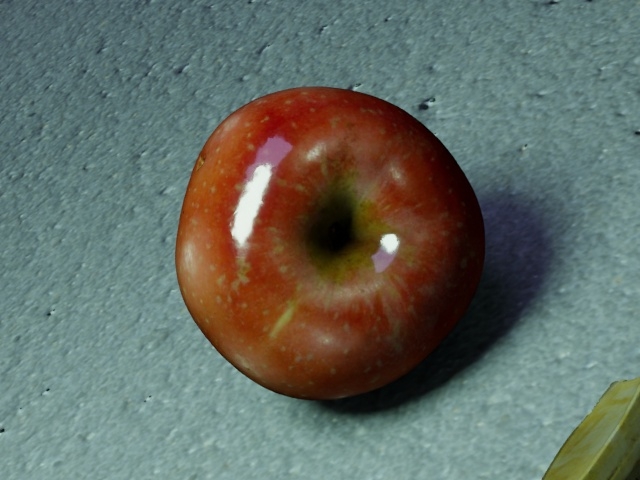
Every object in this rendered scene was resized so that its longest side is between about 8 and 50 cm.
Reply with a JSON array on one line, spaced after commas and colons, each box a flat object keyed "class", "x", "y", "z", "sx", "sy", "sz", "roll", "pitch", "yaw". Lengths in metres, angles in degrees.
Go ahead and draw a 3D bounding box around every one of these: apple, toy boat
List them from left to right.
[{"class": "apple", "x": 0.000, "y": 0.000, "z": 1.585, "sx": 0.260, "sy": 0.260, "sz": 0.216, "roll": -40, "pitch": 7, "yaw": -15}, {"class": "toy boat", "x": 0.206, "y": 0.168, "z": 1.333, "sx": 0.064, "sy": 0.072, "sz": 0.206, "roll": -22, "pitch": 17, "yaw": 46}]
